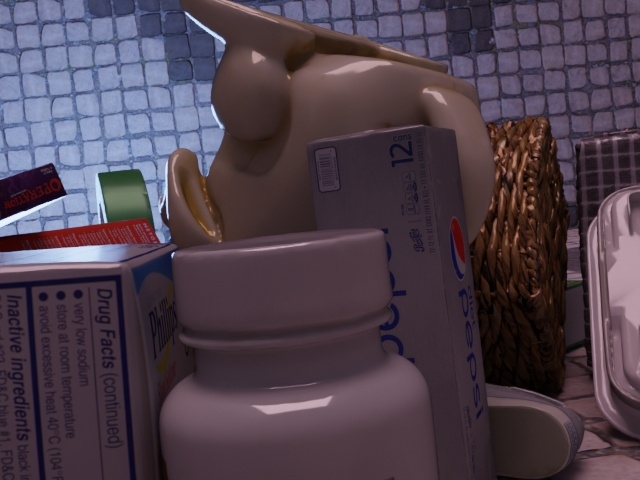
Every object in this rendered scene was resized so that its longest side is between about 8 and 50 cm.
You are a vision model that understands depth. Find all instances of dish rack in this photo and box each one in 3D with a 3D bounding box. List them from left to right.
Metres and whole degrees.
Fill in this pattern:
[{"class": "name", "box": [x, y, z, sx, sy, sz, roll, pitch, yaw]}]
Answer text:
[{"class": "dish rack", "box": [0.410, 0.037, 0.727, 0.333, 0.285, 0.072, -6, -41, 21]}]

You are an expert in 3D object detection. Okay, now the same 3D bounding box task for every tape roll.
[{"class": "tape roll", "box": [-0.338, 0.035, 1.444, 0.077, 0.321, 0.321, -7, 4, -17]}]

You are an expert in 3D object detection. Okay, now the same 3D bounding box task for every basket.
[{"class": "basket", "box": [0.163, 0.007, 0.954, 0.223, 0.213, 0.299, -4, 48, 24]}]

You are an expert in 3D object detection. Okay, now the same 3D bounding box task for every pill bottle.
[{"class": "pill bottle", "box": [-0.008, 0.113, 0.395, 0.131, 0.229, 0.131, -6, 4, 0]}]

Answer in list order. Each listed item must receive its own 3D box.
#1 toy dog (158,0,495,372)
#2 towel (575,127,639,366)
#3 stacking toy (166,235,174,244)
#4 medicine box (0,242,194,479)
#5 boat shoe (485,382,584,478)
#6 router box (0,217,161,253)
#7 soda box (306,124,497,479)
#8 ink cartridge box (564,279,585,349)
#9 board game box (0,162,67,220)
[{"class": "toy dog", "box": [0.000, 0.000, 0.840, 0.395, 0.407, 0.285, 32, 22, 37]}, {"class": "towel", "box": [0.407, 0.003, 0.909, 0.235, 0.283, 0.121, -5, -1, 28]}, {"class": "stacking toy", "box": [-0.045, 0.065, 1.052, 0.302, 0.175, 0.166, 12, 19, 32]}, {"class": "medicine box", "box": [-0.233, 0.086, 0.499, 0.290, 0.149, 0.263, -3, 2, -5]}, {"class": "boat shoe", "box": [0.116, 0.161, 0.717, 0.228, 0.079, 0.081, 2, -2, 33]}, {"class": "router box", "box": [-0.403, 0.112, 1.059, 0.335, 0.082, 0.301, -40, -14, 29]}, {"class": "soda box", "box": [0.064, 0.062, 0.609, 0.091, 0.286, 0.098, -7, 3, 22]}, {"class": "ink cartridge box", "box": [0.240, 0.107, 1.130, 0.153, 0.086, 0.209, -10, 4, -43]}, {"class": "board game box", "box": [-0.475, 0.003, 0.953, 0.347, 0.056, 0.208, -17, 14, 41]}]
